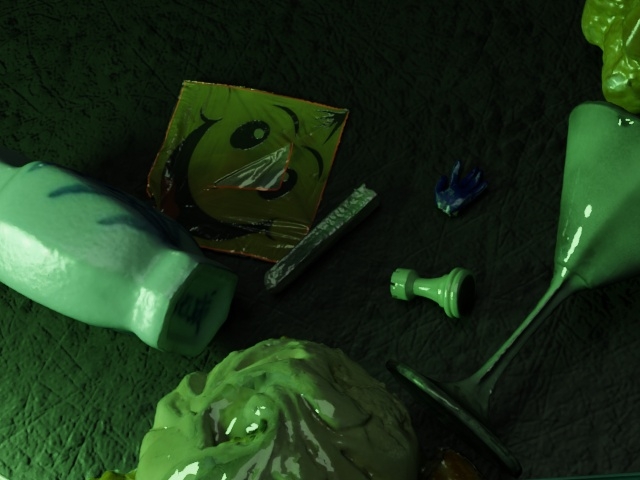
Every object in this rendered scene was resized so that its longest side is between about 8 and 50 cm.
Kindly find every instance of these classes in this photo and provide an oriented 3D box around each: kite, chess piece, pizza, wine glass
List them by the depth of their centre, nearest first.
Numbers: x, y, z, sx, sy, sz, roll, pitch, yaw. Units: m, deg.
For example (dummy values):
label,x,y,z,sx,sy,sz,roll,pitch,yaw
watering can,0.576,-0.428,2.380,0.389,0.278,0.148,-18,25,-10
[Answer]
label,x,y,z,sx,sy,sz,roll,pitch,yaw
pizza,0.130,0.340,1.463,0.195,0.052,0.185,-15,60,-28
wine glass,0.282,0.064,1.503,0.267,0.267,0.406,39,83,29
chess piece,0.145,0.063,1.641,0.103,0.067,0.067,9,65,28
kite,-0.103,-0.116,1.832,0.328,0.013,0.377,-27,60,0

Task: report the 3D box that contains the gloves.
label,x,y,z,sx,sy,sz,roll,pitch,yaw
gloves,0.189,-0.073,1.722,0.086,0.026,0.064,-45,58,-11

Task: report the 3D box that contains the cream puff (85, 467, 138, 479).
label,x,y,z,sx,sy,sz,roll,pitch,yaw
cream puff,-0.245,0.364,1.545,0.156,0.121,0.156,-4,62,7

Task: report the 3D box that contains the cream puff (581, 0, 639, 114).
label,x,y,z,sx,sy,sz,roll,pitch,yaw
cream puff,0.486,-0.327,1.644,0.323,0.269,0.274,-43,55,-12

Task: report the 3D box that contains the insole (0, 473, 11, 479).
label,x,y,z,sx,sy,sz,roll,pitch,yaw
insole,-0.400,0.353,1.663,0.197,0.004,0.065,23,71,25

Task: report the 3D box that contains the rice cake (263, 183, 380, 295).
label,x,y,z,sx,sy,sz,roll,pitch,yaw
rice cake,0.000,0.000,1.723,0.207,0.047,0.036,-42,59,-11

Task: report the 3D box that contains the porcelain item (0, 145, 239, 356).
label,x,y,z,sx,sy,sz,roll,pitch,yaw
porcelain item,-0.320,0.007,1.697,0.405,0.242,0.178,25,90,23

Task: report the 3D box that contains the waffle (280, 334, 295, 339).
label,x,y,z,sx,sy,sz,roll,pitch,yaw
waffle,-0.025,0.158,1.630,0.016,0.085,0.078,-56,27,32

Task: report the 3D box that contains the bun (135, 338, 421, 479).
label,x,y,z,sx,sy,sz,roll,pitch,yaw
bun,-0.060,0.262,1.409,0.360,0.211,0.359,-21,45,22

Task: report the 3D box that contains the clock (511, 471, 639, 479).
label,x,y,z,sx,sy,sz,roll,pitch,yaw
clock,0.312,0.381,1.380,0.262,0.116,0.231,-5,66,2
